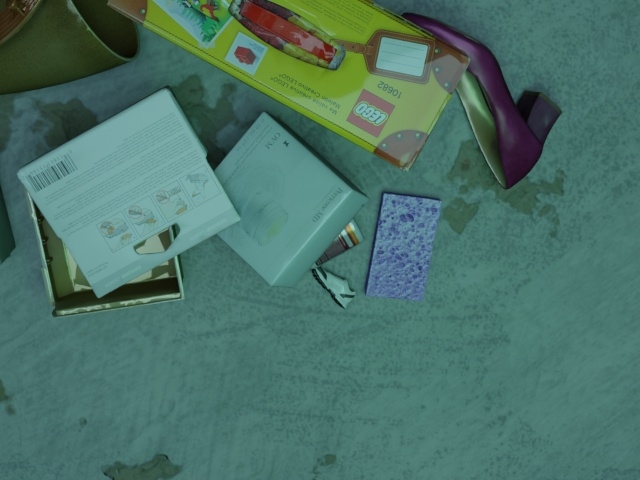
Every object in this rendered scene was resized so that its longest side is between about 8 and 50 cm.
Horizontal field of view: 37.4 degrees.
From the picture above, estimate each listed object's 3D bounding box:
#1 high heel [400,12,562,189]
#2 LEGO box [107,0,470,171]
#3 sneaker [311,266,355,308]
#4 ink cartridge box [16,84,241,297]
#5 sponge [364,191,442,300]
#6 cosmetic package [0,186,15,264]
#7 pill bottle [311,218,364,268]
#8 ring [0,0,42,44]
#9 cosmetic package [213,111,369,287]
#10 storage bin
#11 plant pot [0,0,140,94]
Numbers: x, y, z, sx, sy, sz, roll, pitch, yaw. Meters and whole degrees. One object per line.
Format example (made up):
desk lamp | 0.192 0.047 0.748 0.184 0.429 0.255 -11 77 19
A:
high heel | 0.267 -0.256 1.734 0.377 0.127 0.181 32 89 -15
LEGO box | -0.032 -0.315 1.521 0.500 0.372 0.193 29 97 2
sneaker | 0.025 0.082 1.855 0.044 0.040 0.109 -44 108 -10
ink cartridge box | -0.326 -0.083 1.639 0.296 0.066 0.261 -28 105 3
sponge | 0.160 0.014 1.848 0.117 0.031 0.210 8 103 -7
cosmetic package | -0.636 -0.072 1.711 0.107 0.127 0.237 -7 103 -3
pill bottle | 0.000 0.000 1.803 0.152 0.086 0.086 -29 105 2
ring | -0.534 -0.458 1.545 0.336 0.336 0.032 -52 143 8
cosmetic package | -0.076 -0.070 1.710 0.225 0.138 0.224 42 98 13
storage bin | -0.398 -0.013 1.747 0.261 0.123 0.262 -9 105 -3
plant pot | -0.483 -0.358 1.615 0.254 0.237 0.237 -25 105 14
